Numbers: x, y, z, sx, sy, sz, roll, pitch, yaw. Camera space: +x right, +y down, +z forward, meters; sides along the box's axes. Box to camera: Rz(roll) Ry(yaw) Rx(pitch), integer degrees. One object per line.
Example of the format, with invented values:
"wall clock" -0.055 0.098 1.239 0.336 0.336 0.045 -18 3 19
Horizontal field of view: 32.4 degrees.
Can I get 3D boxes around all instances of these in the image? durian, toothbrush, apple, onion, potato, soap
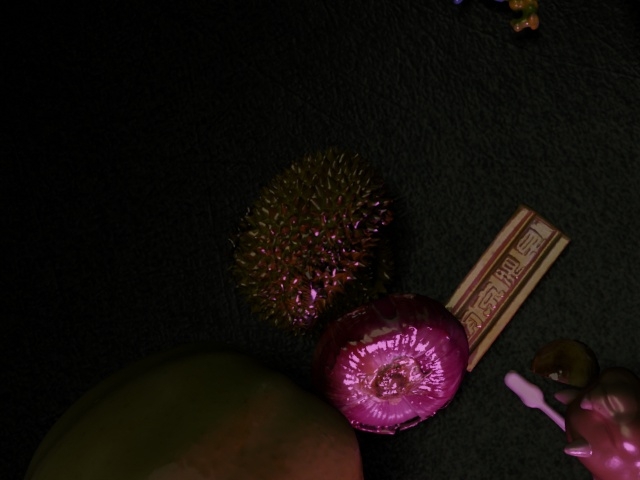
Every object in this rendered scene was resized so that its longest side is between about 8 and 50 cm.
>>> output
"durian" -0.006 -0.004 1.613 0.258 0.258 0.293 37 87 15
"toothbrush" 0.425 0.327 1.562 0.418 0.040 0.042 40 90 15
"apple" -0.163 0.364 1.499 0.474 0.473 0.473 -2 82 13
"onion" 0.097 0.160 1.586 0.230 0.163 0.230 -2 122 -4
"potato" 0.351 0.173 1.570 0.096 0.103 0.066 15 89 14
"soap" 0.263 0.068 1.639 0.092 0.037 0.252 37 92 14

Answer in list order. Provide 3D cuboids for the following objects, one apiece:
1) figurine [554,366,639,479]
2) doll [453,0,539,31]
"figurine" 0.432 0.264 1.495 0.173 0.247 0.177 -31 59 34
"doll" 0.291 -0.525 1.683 0.346 0.099 0.341 -45 77 1
